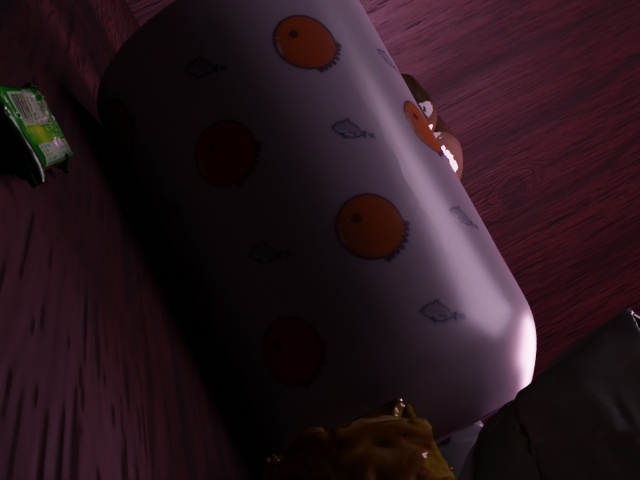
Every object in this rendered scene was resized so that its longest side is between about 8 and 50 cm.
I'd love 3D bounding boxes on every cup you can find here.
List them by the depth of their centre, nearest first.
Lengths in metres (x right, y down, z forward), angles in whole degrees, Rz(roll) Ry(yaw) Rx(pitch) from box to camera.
[{"bbox_3d":[0.000,0.000,0.600,0.317,0.212,0.212,63,-1,16],"label":"cup"}]

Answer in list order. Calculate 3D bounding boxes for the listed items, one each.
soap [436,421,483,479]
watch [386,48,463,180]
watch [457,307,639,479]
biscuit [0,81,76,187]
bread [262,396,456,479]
[{"bbox_3d":[0.051,0.163,0.759,0.094,0.150,0.261,59,0,-23],"label":"soap"},{"bbox_3d":[-0.036,-0.091,1.004,0.327,0.335,0.314,40,-5,23],"label":"watch"},{"bbox_3d":[0.186,0.163,0.525,0.241,0.253,0.162,34,17,-47],"label":"watch"},{"bbox_3d":[-0.123,-0.046,0.357,0.046,0.016,0.089,64,-2,-11],"label":"biscuit"},{"bbox_3d":[0.049,0.189,0.382,0.222,0.096,0.181,-120,-174,-63],"label":"bread"}]
